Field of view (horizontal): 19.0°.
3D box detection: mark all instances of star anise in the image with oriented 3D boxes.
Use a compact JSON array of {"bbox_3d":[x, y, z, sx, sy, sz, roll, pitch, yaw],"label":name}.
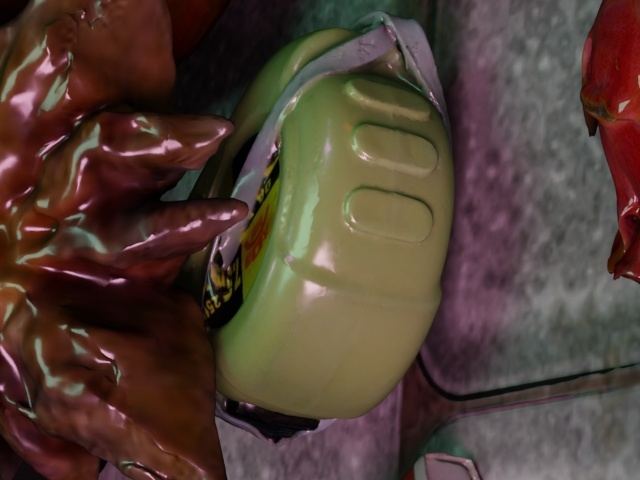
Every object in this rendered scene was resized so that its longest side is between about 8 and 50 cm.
[{"bbox_3d":[-0.139,0.014,0.860,0.292,0.109,0.349,23,103,46],"label":"star anise"}]

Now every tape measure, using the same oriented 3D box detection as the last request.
[{"bbox_3d":[0.000,0.000,0.875,0.200,0.106,0.175,-58,27,34],"label":"tape measure"}]

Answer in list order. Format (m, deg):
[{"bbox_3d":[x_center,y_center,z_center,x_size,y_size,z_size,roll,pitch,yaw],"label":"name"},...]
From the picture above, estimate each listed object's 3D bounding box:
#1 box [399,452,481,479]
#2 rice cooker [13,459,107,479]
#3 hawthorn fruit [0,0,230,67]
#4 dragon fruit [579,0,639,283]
[{"bbox_3d":[0.021,0.189,0.831,0.177,0.036,0.115,-53,37,34],"label":"box"},{"bbox_3d":[-0.241,0.062,1.099,0.224,0.267,0.267,-40,46,51],"label":"rice cooker"},{"bbox_3d":[-0.175,-0.212,1.054,0.295,0.295,0.311,26,124,58],"label":"hawthorn fruit"},{"bbox_3d":[0.152,-0.054,0.639,0.136,0.133,0.166,-19,-49,-76],"label":"dragon fruit"}]
